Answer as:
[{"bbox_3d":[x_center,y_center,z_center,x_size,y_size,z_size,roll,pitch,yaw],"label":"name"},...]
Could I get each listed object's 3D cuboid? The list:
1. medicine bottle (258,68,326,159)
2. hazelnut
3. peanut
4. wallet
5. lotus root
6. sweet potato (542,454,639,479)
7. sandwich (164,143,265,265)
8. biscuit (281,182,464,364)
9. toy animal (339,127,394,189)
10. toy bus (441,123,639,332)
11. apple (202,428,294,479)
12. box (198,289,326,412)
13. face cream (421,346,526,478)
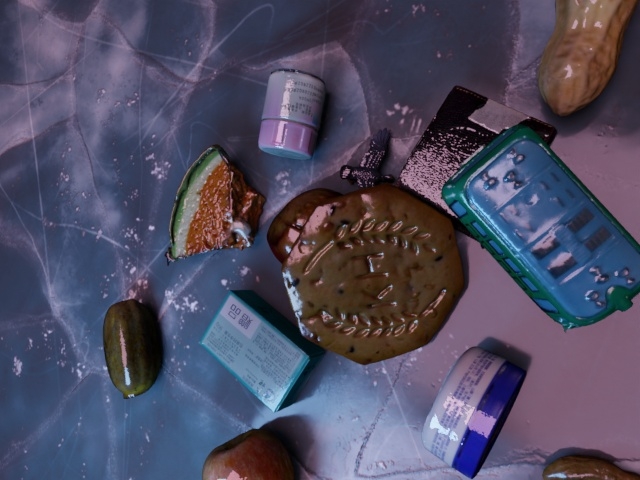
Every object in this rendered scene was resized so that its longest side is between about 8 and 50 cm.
[{"bbox_3d":[-0.063,-0.272,1.158,0.135,0.135,0.169,11,89,25],"label":"medicine bottle"},{"bbox_3d":[0.000,0.000,1.081,0.208,0.208,0.208,-2,84,25],"label":"hazelnut"},{"bbox_3d":[0.463,-0.368,0.917,0.149,0.149,0.314,19,94,25],"label":"peanut"},{"bbox_3d":[0.290,-0.148,1.022,0.220,0.071,0.262,33,93,24],"label":"wallet"},{"bbox_3d":[-0.465,0.261,1.302,0.122,0.124,0.241,-24,75,32],"label":"lotus root"},{"bbox_3d":[0.474,0.397,0.894,0.181,0.053,0.054,2,47,23],"label":"sweet potato"},{"bbox_3d":[-0.240,-0.075,1.242,0.211,0.109,0.293,6,90,19],"label":"sandwich"},{"bbox_3d":[0.103,0.071,0.996,0.358,0.046,0.360,-1,106,-5],"label":"biscuit"},{"bbox_3d":[0.100,-0.135,1.109,0.107,0.062,0.220,10,84,26],"label":"toy animal"},{"bbox_3d":[0.366,-0.020,0.860,0.183,0.199,0.344,-43,84,10],"label":"toy bus"},{"bbox_3d":[-0.148,0.499,1.101,0.188,0.188,0.174,-22,88,22],"label":"apple"},{"bbox_3d":[-0.131,0.237,1.167,0.244,0.092,0.153,36,100,22],"label":"box"},{"bbox_3d":[0.262,0.291,0.915,0.111,0.206,0.206,24,96,28],"label":"face cream"}]
